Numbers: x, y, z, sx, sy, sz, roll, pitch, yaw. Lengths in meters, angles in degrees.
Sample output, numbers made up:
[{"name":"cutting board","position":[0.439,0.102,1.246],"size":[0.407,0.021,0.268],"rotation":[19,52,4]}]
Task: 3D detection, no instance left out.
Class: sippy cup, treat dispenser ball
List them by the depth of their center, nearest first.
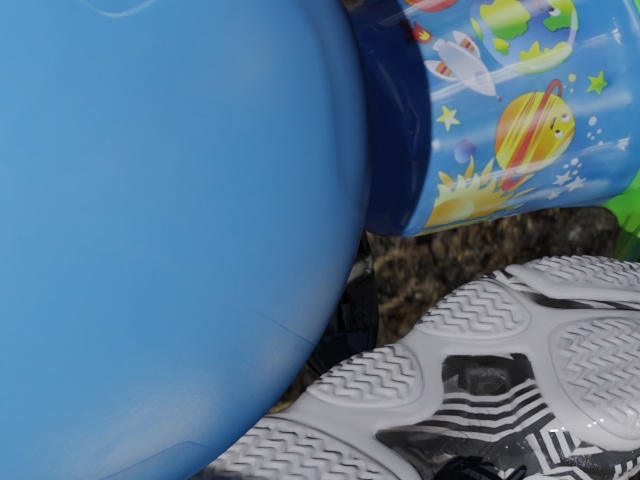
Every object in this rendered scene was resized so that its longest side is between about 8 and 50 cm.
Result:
[{"name":"treat dispenser ball","position":[-0.124,-0.036,0.469],"size":[0.288,0.288,0.288],"rotation":[-5,59,8]},{"name":"sippy cup","position":[0.111,-0.110,0.939],"size":[0.224,0.240,0.305],"rotation":[-21,45,-25]}]

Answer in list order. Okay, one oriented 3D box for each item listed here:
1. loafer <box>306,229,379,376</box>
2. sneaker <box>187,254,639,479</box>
[{"name":"loafer","position":[0.000,0.000,1.143],"size":[0.096,0.084,0.267],"rotation":[-10,91,-9]},{"name":"sneaker","position":[0.077,0.153,0.696],"size":[0.366,0.210,0.137],"rotation":[-24,43,-27]}]
